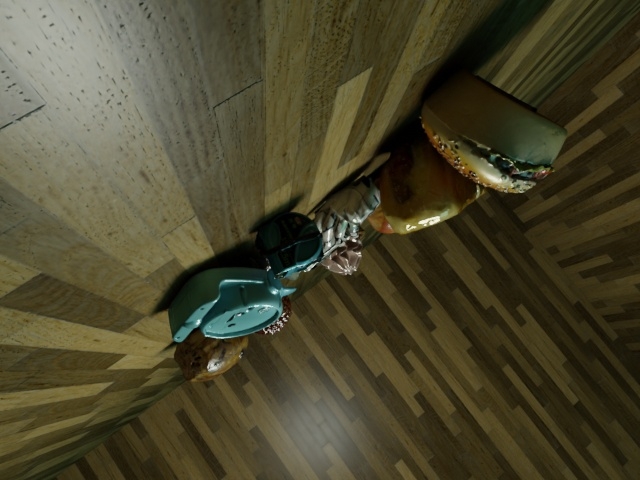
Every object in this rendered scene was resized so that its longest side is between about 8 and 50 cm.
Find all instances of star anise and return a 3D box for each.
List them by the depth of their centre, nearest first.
[{"bbox_3d":[-0.184,0.081,1.169,0.182,0.065,0.195,-31,179,-10],"label":"star anise"}]

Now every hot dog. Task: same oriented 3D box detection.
[{"bbox_3d":[0.285,-0.173,1.209,0.185,0.223,0.405,-18,-174,35],"label":"hot dog"}]

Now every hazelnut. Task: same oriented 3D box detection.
[{"bbox_3d":[0.199,-0.118,1.361,0.182,0.182,0.182,-37,172,-6],"label":"hazelnut"}]

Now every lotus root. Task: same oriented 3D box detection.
[{"bbox_3d":[-0.348,0.356,1.616,0.193,0.193,0.291,-41,171,22],"label":"lotus root"}]

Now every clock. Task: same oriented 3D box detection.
[{"bbox_3d":[-0.189,0.148,1.088,0.274,0.094,0.223,3,147,-34],"label":"clock"}]

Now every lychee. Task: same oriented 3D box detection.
[{"bbox_3d":[-0.186,0.220,1.549,0.188,0.188,0.188,-37,172,-6],"label":"lychee"}]

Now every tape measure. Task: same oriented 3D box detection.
[{"bbox_3d":[-0.064,0.004,1.031,0.146,0.125,0.081,-20,163,-23],"label":"tape measure"}]

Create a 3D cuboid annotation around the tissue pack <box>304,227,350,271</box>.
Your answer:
[{"bbox_3d":[-0.001,0.000,1.362,0.170,0.103,0.090,-40,176,16],"label":"tissue pack"}]

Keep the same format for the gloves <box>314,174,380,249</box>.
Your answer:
[{"bbox_3d":[0.053,-0.065,1.205,0.212,0.127,0.111,-42,163,3],"label":"gloves"}]

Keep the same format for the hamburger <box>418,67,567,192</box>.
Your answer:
[{"bbox_3d":[0.345,-0.216,0.980,0.300,0.300,0.176,-24,149,-58],"label":"hamburger"}]

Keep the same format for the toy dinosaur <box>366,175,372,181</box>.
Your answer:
[{"bbox_3d":[0.092,-0.114,1.294,0.154,0.049,0.055,-48,-152,-8],"label":"toy dinosaur"}]

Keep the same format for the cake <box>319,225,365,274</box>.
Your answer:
[{"bbox_3d":[0.064,0.020,1.512,0.207,0.178,0.185,-34,171,-42],"label":"cake"}]

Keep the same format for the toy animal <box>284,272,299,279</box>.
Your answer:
[{"bbox_3d":[-0.102,0.097,1.563,0.070,0.079,0.253,-42,174,-10],"label":"toy animal"}]
